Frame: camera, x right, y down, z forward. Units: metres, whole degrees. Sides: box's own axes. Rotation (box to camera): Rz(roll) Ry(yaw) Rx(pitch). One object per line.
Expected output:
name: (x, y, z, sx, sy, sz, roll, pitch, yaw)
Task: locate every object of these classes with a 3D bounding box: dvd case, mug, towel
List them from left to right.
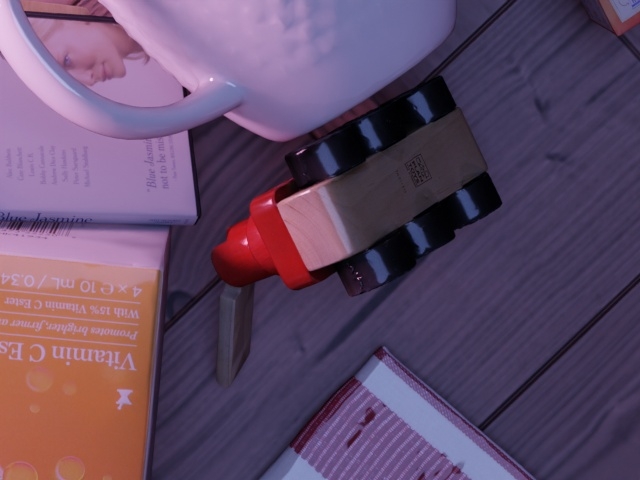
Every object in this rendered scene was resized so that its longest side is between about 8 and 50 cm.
dvd case: (-0.223, -0.098, 1.322, 0.253, 0.022, 0.180, 1, 65, -21)
mug: (-0.086, -0.227, 1.274, 0.374, 0.276, 0.328, -40, 101, -30)
towel: (0.030, 0.286, 1.456, 0.237, 0.037, 0.329, 41, 88, -4)

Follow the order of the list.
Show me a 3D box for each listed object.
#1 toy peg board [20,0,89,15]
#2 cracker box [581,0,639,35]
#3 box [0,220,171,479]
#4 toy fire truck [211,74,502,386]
toy peg board: (-0.276, -0.110, 1.384, 0.160, 0.079, 0.161, 4, 80, -20)
cracker box: (0.240, -0.302, 1.350, 0.155, 0.067, 0.232, -32, 115, -1)
box: (-0.237, 0.154, 1.329, 0.215, 0.168, 0.345, 5, 104, -4)
toy fire truck: (0.000, 0.000, 1.381, 0.246, 0.217, 0.159, -22, 97, 39)
